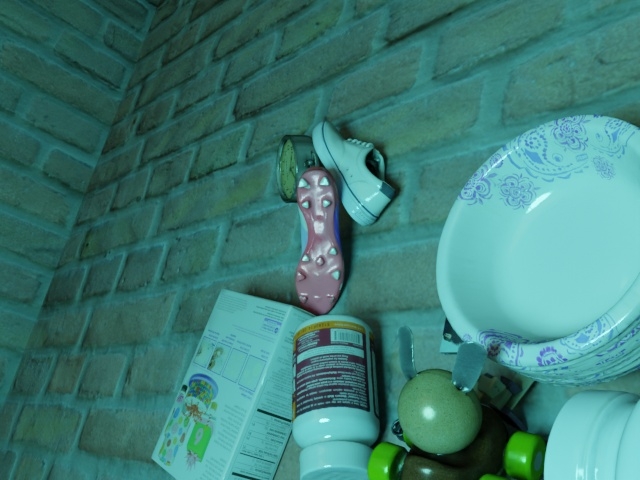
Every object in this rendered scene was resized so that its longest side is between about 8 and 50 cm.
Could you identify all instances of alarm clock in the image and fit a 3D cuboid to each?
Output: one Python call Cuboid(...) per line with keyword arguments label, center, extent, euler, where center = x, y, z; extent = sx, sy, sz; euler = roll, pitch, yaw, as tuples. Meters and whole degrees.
Cuboid(label="alarm clock", center=(-0.035, -0.137, 1.329), extent=(0.192, 0.064, 0.129), euler=(173, 95, -73))

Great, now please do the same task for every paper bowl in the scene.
Cuboid(label="paper bowl", center=(0.279, 0.019, 0.770), extent=(0.284, 0.148, 0.284), euler=(-32, 43, 36))

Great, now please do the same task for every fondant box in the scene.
Cuboid(label="fondant box", center=(-0.139, 0.260, 1.195), extent=(0.238, 0.096, 0.330), euler=(7, 71, 54))

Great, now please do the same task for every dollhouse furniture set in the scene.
Cuboid(label="dollhouse furniture set", center=(0.206, 0.153, 0.842), extent=(0.081, 0.091, 0.114), euler=(-50, 29, -12))

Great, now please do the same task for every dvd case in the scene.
Cuboid(label="dvd case", center=(0.211, 0.106, 0.918), extent=(0.119, 0.013, 0.087), euler=(-9, 59, 49))

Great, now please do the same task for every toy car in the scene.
Cuboid(label="toy car", center=(0.134, 0.177, 0.740), extent=(0.155, 0.188, 0.149), euler=(5, 25, 39))

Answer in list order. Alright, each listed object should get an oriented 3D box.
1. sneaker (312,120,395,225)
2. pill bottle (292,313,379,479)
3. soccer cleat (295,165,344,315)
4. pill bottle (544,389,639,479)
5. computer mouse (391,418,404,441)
Cuboid(label="sneaker", center=(0.064, -0.134, 1.232), extent=(0.091, 0.094, 0.258), euler=(-38, 48, 16))
Cuboid(label="pill bottle", center=(0.020, 0.225, 0.986), extent=(0.121, 0.121, 0.221), euler=(-33, 43, 35))
Cuboid(label="soccer cleat", center=(0.000, 0.000, 1.177), extent=(0.095, 0.083, 0.248), euler=(-46, -46, -77))
Cuboid(label="pill bottle", center=(0.348, 0.194, 0.515), extent=(0.334, 0.188, 0.187), euler=(-8, 60, 50))
Cuboid(label="computer mouse", center=(0.152, 0.271, 0.854), extent=(0.106, 0.042, 0.193), euler=(-43, 32, 17))
